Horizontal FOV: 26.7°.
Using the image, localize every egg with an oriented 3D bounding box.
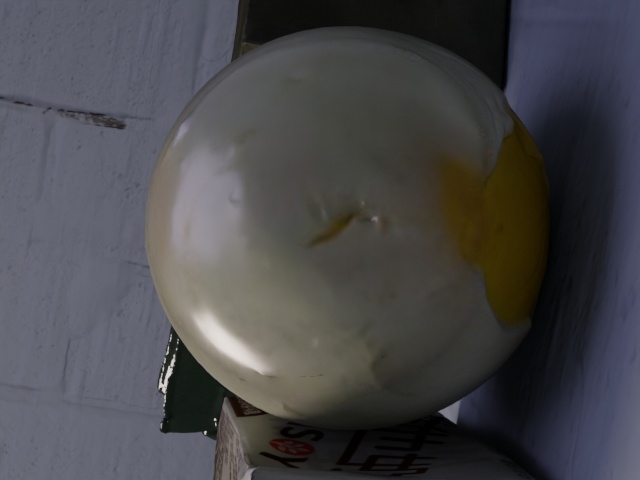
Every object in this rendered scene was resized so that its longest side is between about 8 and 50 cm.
[{"bbox_3d":[0.019,-0.006,0.964,0.345,0.283,0.283,85,-166,-86],"label":"egg"}]

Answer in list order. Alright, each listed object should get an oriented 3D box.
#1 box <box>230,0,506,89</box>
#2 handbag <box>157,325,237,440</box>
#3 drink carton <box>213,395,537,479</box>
[{"bbox_3d":[0.041,-0.190,1.224,0.155,0.231,0.149,119,159,-67],"label":"box"},{"bbox_3d":[-0.011,0.077,1.236,0.079,0.247,0.260,-104,24,-56],"label":"handbag"},{"bbox_3d":[0.025,0.197,0.971,0.324,0.194,0.132,-167,81,-83],"label":"drink carton"}]
